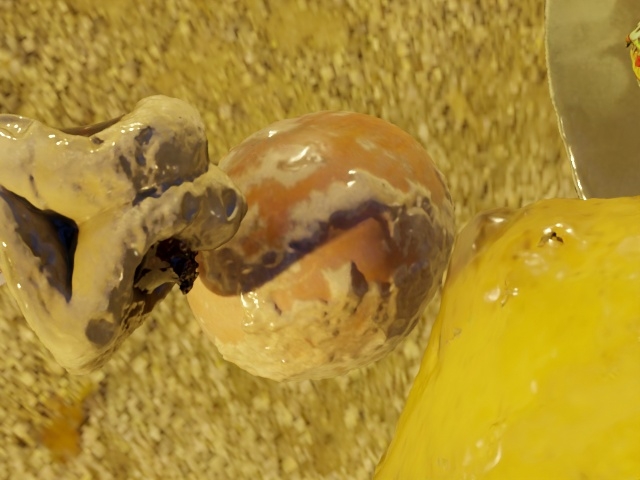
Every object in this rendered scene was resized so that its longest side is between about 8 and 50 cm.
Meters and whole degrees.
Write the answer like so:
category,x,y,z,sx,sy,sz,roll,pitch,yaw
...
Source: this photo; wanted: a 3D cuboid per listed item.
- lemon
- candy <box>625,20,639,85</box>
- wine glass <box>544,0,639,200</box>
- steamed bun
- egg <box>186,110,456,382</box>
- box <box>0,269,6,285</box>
category,x,y,z,sx,sy,sz,roll,pitch,yaw
lemon,0.110,0.078,0.445,0.180,0.193,0.180,-30,41,30
candy,0.105,-0.038,0.442,0.025,0.083,0.023,-2,73,38
wine glass,0.355,-0.129,0.897,0.406,0.267,0.267,-25,68,-20
steamed bun,-0.131,-0.020,1.073,0.155,0.141,0.172,-27,88,-3
egg,0.000,0.000,1.249,0.195,0.195,0.233,23,52,15
box,-0.266,0.022,1.244,0.117,0.036,0.050,-31,101,-1
